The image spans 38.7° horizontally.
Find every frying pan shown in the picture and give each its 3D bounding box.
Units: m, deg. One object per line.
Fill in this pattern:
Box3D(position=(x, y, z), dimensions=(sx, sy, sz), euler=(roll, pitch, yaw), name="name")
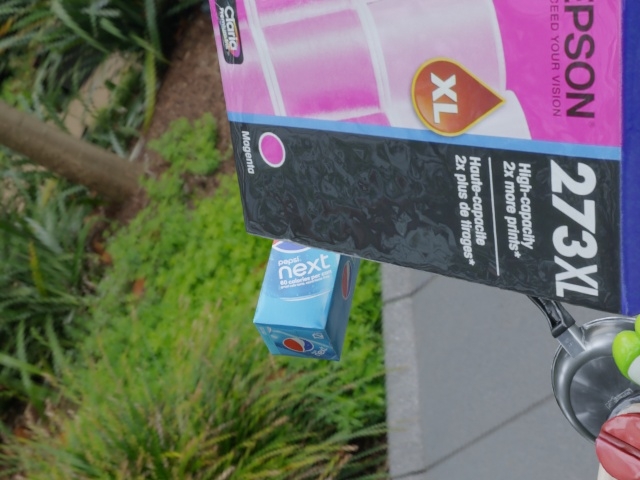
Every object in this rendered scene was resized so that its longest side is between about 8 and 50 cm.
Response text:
Box3D(position=(0.352, 0.132, 1.122), dimensions=(0.197, 0.326, 0.053), euler=(-20, 10, 36), name="frying pan")

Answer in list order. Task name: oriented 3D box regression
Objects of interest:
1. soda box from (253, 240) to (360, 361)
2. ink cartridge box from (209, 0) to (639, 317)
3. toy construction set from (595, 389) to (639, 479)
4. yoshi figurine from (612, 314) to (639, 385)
Box3D(position=(0.000, 0.000, 0.841), dimensions=(0.067, 0.071, 0.210), euler=(3, 60, 16), name="soda box")
Box3D(position=(0.088, -0.066, 0.506), dimensions=(0.371, 0.069, 0.176), euler=(10, 116, 40), name="ink cartridge box")
Box3D(position=(0.196, 0.241, 0.429), dimensions=(0.237, 0.257, 0.309), euler=(-59, -10, 12), name="toy construction set")
Box3D(position=(0.450, 0.214, 0.910), dimensions=(0.204, 0.362, 0.203), euler=(-57, 5, -9), name="yoshi figurine")
